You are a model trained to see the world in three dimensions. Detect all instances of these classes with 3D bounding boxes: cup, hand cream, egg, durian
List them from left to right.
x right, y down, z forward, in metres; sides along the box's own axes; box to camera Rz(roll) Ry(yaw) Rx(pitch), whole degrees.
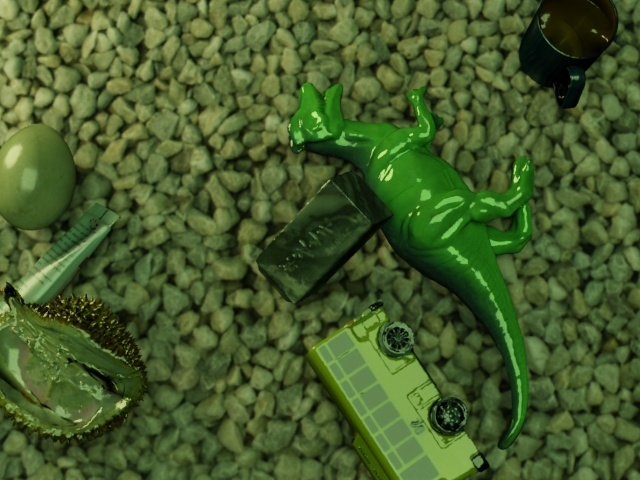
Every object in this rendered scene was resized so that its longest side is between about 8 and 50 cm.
[{"bbox_3d":[-0.404,0.080,1.468,0.058,0.085,0.331,43,79,-34],"label":"hand cream"},{"bbox_3d":[-0.398,-0.089,1.479,0.114,0.114,0.152,3,77,-2],"label":"egg"},{"bbox_3d":[-0.344,0.160,1.419,0.193,0.138,0.237,-34,85,-6],"label":"durian"},{"bbox_3d":[0.348,-0.279,1.544,0.113,0.138,0.150,25,78,3],"label":"cup"}]

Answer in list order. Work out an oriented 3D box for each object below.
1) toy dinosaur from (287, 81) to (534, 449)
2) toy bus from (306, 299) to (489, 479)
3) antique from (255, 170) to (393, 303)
[{"bbox_3d":[0.117,0.017,1.476,0.374,0.144,0.500,6,74,4],"label":"toy dinosaur"},{"bbox_3d":[0.100,0.227,1.434,0.150,0.128,0.262,-32,80,-8],"label":"toy bus"},{"bbox_3d":[0.000,0.000,1.460,0.088,0.086,0.183,47,114,9],"label":"antique"}]
